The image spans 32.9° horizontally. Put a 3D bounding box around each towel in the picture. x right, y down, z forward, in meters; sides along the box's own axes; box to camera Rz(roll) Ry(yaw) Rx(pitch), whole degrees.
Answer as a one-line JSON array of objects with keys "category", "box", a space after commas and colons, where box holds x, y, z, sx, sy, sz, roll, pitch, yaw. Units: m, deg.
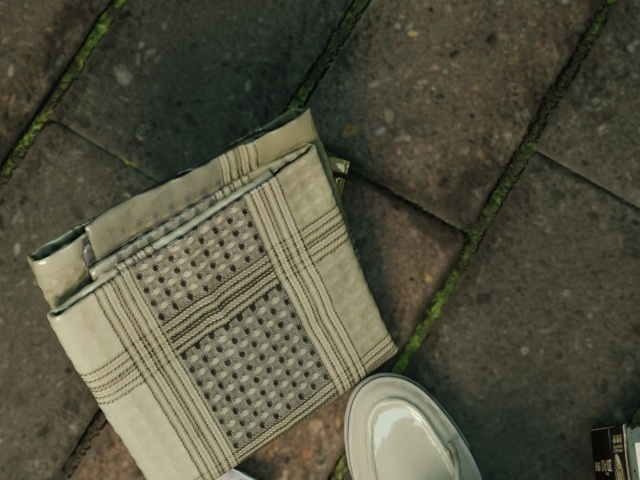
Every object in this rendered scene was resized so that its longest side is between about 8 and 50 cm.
[{"category": "towel", "box": [-0.086, 0.071, 1.062, 0.312, 0.056, 0.324, -31, 120, -16]}]

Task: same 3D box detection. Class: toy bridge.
[{"category": "toy bridge", "box": [0.000, 0.000, 1.187, 0.026, 0.063, 0.188, 15, 81, 4]}]

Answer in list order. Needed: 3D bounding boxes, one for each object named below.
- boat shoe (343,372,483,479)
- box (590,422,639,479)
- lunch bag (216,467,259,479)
[{"category": "boat shoe", "box": [0.117, 0.303, 1.074, 0.136, 0.156, 0.367, -17, 79, -2]}, {"category": "box", "box": [0.378, 0.218, 1.089, 0.180, 0.147, 0.077, -4, 79, 0]}, {"category": "lunch bag", "box": [-0.096, 0.282, 1.140, 0.071, 0.053, 0.083, 23, 90, 8]}]
